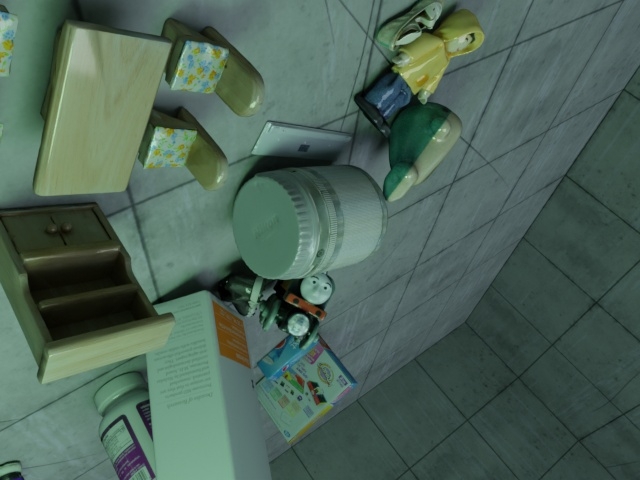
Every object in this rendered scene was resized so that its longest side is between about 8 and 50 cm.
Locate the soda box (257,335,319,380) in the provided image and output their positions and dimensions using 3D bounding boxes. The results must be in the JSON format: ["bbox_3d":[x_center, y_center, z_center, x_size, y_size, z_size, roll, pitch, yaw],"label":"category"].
[{"bbox_3d":[-0.109,0.382,1.781,0.210,0.071,0.067,-41,154,1],"label":"soda box"}]

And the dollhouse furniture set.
[{"bbox_3d":[-0.276,-0.058,0.652,0.362,0.256,0.394,-11,141,-47],"label":"dollhouse furniture set"}]

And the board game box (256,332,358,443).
[{"bbox_3d":[-0.061,0.522,1.873,0.316,0.242,0.064,-43,156,6],"label":"board game box"}]

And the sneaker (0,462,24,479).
[{"bbox_3d":[-0.784,0.670,1.226,0.293,0.146,0.102,-49,153,15],"label":"sneaker"}]

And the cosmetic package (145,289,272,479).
[{"bbox_3d":[-0.237,0.362,1.117,0.162,0.453,0.230,-17,155,6],"label":"cosmetic package"}]

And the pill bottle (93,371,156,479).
[{"bbox_3d":[-0.414,0.468,1.235,0.169,0.301,0.169,-31,152,-18],"label":"pill bottle"}]

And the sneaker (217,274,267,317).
[{"bbox_3d":[-0.196,0.127,1.265,0.234,0.106,0.078,124,-19,-67],"label":"sneaker"}]

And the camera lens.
[{"bbox_3d":[-0.012,-0.042,1.078,0.274,0.219,0.219,-12,142,-46],"label":"camera lens"}]

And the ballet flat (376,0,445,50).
[{"bbox_3d":[0.180,-0.401,0.970,0.168,0.052,0.057,-37,154,-9],"label":"ballet flat"}]

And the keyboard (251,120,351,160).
[{"bbox_3d":[-0.030,-0.195,1.057,0.256,0.014,0.072,-5,142,-50],"label":"keyboard"}]

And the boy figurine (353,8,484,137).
[{"bbox_3d":[0.205,-0.340,1.060,0.285,0.092,0.177,-41,152,7],"label":"boy figurine"}]

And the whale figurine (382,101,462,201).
[{"bbox_3d":[0.199,-0.202,1.157,0.272,0.141,0.216,-49,176,-38],"label":"whale figurine"}]

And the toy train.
[{"bbox_3d":[-0.054,0.138,1.255,0.190,0.142,0.334,-62,-173,-5],"label":"toy train"}]
